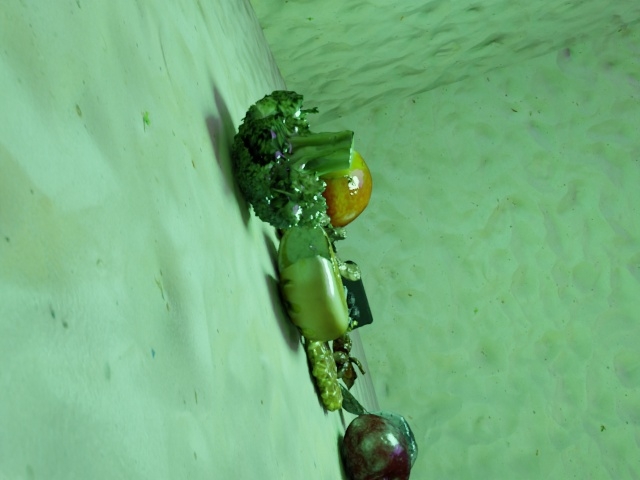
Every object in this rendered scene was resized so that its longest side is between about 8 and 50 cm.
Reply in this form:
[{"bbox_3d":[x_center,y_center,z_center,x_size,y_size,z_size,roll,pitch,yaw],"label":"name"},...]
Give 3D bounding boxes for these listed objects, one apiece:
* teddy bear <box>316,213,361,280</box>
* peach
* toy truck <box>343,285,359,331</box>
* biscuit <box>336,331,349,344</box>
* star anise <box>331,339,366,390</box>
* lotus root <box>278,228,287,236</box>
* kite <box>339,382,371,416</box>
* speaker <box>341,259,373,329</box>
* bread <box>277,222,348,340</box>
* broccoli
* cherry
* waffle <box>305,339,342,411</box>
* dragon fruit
[{"bbox_3d":[0.008,0.003,1.956,0.296,0.246,0.222,30,66,-30],"label":"teddy bear"},{"bbox_3d":[0.027,-0.195,2.152,0.370,0.371,0.369,-16,90,-85],"label":"peach"},{"bbox_3d":[0.077,0.282,2.283,0.285,0.137,0.111,65,30,-52],"label":"toy truck"},{"bbox_3d":[0.010,0.238,1.731,0.226,0.042,0.226,48,-12,13],"label":"biscuit"},{"bbox_3d":[0.082,0.429,2.052,0.212,0.111,0.196,63,3,-31],"label":"star anise"},{"bbox_3d":[-0.092,-0.046,1.742,0.108,0.095,0.190,48,22,-16],"label":"lotus root"},{"bbox_3d":[0.140,0.577,1.881,0.245,0.015,0.141,28,-38,43],"label":"kite"},{"bbox_3d":[0.107,0.245,2.513,0.184,0.180,0.388,-111,-178,-59],"label":"speaker"},{"bbox_3d":[-0.025,0.120,1.511,0.333,0.160,0.332,-15,90,-83],"label":"bread"},{"bbox_3d":[-0.084,-0.198,1.384,0.338,0.318,0.277,-39,134,-42],"label":"broccoli"},{"bbox_3d":[0.164,0.646,1.692,0.300,0.203,0.230,-128,-164,-64],"label":"cherry"},{"bbox_3d":[0.010,0.373,1.672,0.253,0.056,0.248,-100,172,-63],"label":"waffle"},{"bbox_3d":[0.279,0.830,2.239,0.204,0.221,0.282,56,15,-54],"label":"dragon fruit"}]
